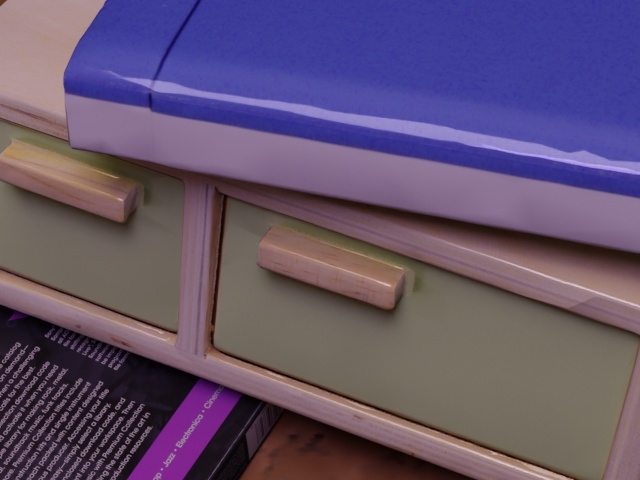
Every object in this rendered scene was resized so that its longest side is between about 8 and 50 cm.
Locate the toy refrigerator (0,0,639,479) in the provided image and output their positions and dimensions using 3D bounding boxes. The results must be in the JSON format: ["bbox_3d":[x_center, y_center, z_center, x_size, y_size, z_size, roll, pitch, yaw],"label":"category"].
[{"bbox_3d":[0.000,0.000,0.679,0.269,0.102,0.094,20,42,14],"label":"toy refrigerator"}]

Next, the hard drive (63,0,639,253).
[{"bbox_3d":[0.100,-0.076,0.650,0.319,0.040,0.210,11,41,12],"label":"hard drive"}]

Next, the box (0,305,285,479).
[{"bbox_3d":[-0.104,0.058,0.721,0.162,0.029,0.116,24,58,20],"label":"box"}]
